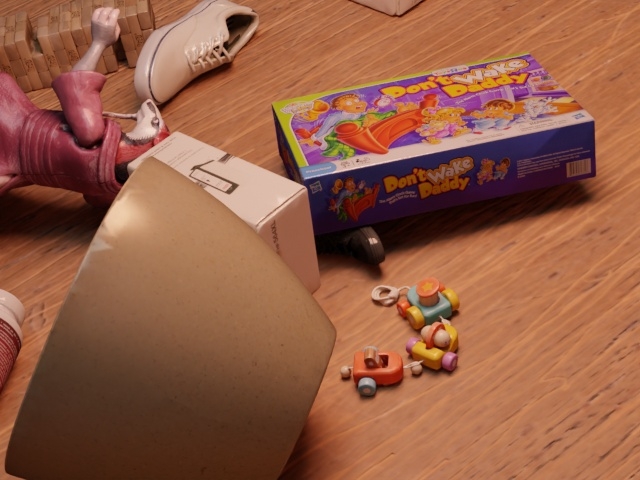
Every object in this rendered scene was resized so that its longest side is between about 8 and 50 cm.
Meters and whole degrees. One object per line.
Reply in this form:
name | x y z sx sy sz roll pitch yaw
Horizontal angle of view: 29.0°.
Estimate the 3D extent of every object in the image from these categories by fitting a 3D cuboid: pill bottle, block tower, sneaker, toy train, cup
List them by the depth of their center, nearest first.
cup | -0.123 0.115 1.195 0.237 0.331 0.331 23 45 -2
toy train | 0.089 0.093 1.342 0.125 0.046 0.166 0 42 13
pill bottle | -0.384 0.128 1.382 0.086 0.086 0.152 0 41 13
sneaker | 0.000 -0.002 1.475 0.089 0.051 0.170 -26 37 -18
sneaker | -0.178 -0.283 1.810 0.091 0.094 0.258 7 42 28
block tower | -0.416 -0.294 1.882 0.335 0.091 0.097 -13 39 0

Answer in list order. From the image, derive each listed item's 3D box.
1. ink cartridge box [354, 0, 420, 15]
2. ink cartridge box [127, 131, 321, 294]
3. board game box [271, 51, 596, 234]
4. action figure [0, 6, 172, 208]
ink cartridge box | 0.135 -0.457 1.942 0.160 0.093 0.219 28 53 38
ink cartridge box | -0.105 -0.014 1.376 0.203 0.148 0.086 25 50 34
board game box | 0.130 -0.125 1.522 0.347 0.078 0.233 -12 30 -6
action figure | -0.344 -0.120 1.540 0.370 0.248 0.276 5 43 23
